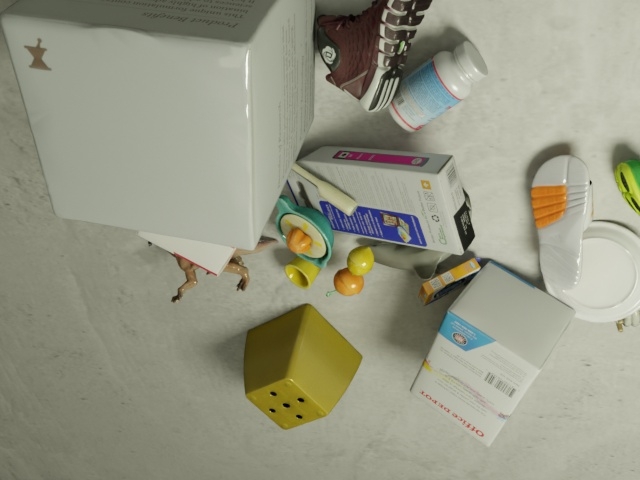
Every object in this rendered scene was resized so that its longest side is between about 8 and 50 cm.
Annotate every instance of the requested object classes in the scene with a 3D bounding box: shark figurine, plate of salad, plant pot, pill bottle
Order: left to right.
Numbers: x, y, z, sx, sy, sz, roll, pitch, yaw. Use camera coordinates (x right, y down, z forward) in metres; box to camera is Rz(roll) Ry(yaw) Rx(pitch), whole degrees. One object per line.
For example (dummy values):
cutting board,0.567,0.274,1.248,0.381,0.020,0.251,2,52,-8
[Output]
plant pot,-0.057,0.311,1.645,0.212,0.187,0.212,-28,118,32
shark figurine,0.224,0.016,1.373,0.166,0.116,0.278,38,130,-18
pill bottle,0.192,-0.255,1.168,0.160,0.087,0.087,-31,116,35
plate of salad,0.528,0.059,1.345,0.199,0.048,0.200,7,106,24

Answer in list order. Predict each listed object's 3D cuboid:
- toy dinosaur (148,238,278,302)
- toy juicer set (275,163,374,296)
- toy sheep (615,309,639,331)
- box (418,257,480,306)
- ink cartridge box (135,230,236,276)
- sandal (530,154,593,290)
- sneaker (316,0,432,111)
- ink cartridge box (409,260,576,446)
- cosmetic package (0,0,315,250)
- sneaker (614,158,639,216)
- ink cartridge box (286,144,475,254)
toy dinosaur,-0.249,0.007,1.493,0.295,0.127,0.200,-8,120,15
toy juicer set,0.000,0.000,1.369,0.209,0.089,0.329,23,143,29
toy sheep,0.602,0.129,1.377,0.132,0.091,0.091,-8,127,10
box,0.264,0.081,1.415,0.136,0.028,0.081,-24,158,-8
ink cartridge box,-0.213,-0.077,1.331,0.171,0.237,0.100,29,133,-9
sandal,0.444,-0.038,1.287,0.101,0.076,0.265,14,124,35
sneaker,0.072,-0.358,1.111,0.162,0.106,0.282,31,117,23
ink cartridge box,0.339,0.228,1.419,0.198,0.197,0.270,33,136,19
cosmetic package,-0.203,-0.251,1.076,0.329,0.394,0.328,10,131,8
sneaker,0.631,-0.059,1.219,0.295,0.109,0.124,34,107,-11
ink cartridge box,0.095,-0.082,1.305,0.370,0.069,0.176,9,135,39
